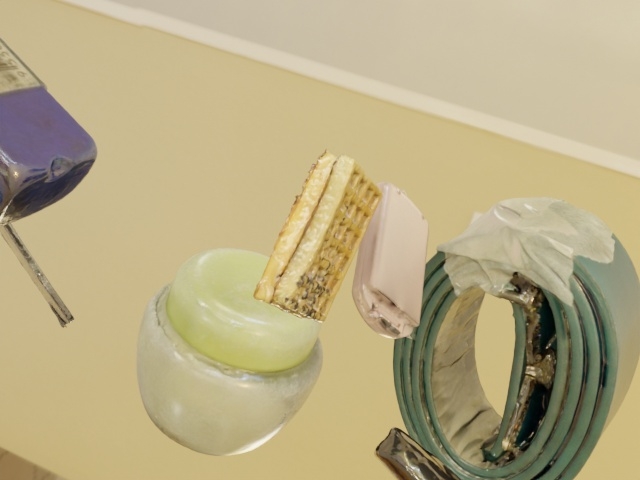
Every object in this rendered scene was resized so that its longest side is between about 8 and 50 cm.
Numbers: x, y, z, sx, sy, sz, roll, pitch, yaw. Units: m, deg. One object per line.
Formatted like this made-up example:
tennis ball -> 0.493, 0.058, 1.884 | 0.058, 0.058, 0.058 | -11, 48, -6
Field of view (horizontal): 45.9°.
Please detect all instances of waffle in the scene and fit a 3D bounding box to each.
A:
waffle -> 0.001, 0.000, 0.695 | 0.148, 0.042, 0.102 | -65, 157, -6

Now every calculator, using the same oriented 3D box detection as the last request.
calculator -> 0.077, 0.018, 0.797 | 0.100, 0.032, 0.175 | 41, 48, -39
calculator -> -0.582, 0.065, 1.536 | 0.021, 0.261, 0.161 | -35, -172, -24

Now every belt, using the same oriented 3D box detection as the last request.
belt -> 0.262, 0.156, 1.042 | 0.173, 0.300, 0.436 | -24, 129, -52

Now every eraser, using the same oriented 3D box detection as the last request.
eraser -> -0.409, -0.174, 0.845 | 0.101, 0.332, 0.155 | -45, 177, 33

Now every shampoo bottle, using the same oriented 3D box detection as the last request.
shampoo bottle -> -0.162, 0.198, 1.327 | 0.317, 0.322, 0.322 | -65, 171, 26

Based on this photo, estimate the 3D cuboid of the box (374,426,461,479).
box -> 0.128, 0.246, 0.656 | 0.042, 0.201, 0.212 | -44, 157, -8
